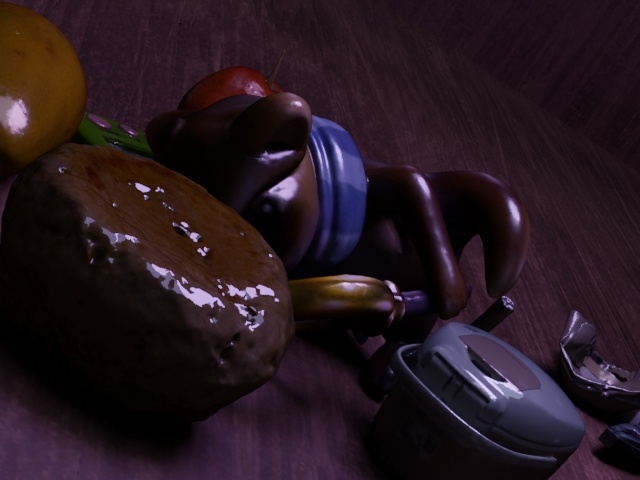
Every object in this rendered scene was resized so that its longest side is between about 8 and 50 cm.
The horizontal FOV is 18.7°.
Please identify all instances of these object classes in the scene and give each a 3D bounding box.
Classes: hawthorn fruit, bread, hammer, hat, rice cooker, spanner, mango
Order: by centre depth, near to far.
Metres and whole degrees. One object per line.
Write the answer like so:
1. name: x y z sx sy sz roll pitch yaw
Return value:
1. bread: -0.127 0.032 1.348 0.230 0.123 0.230 32 21 -13
2. mango: -0.253 -0.118 1.551 0.138 0.113 0.253 29 18 -21
3. rice cooker: 0.127 0.144 1.563 0.145 0.127 0.206 42 19 26
4. hammer: 0.127 0.086 1.714 0.062 0.182 0.017 36 60 0
5. hawthorn fruit: -0.078 -0.113 1.925 0.125 0.140 0.125 56 23 -38
6. spanner: 0.373 0.222 2.031 0.095 0.040 0.325 44 16 33
7. hat: 0.313 0.150 2.097 0.147 0.085 0.175 25 -9 5

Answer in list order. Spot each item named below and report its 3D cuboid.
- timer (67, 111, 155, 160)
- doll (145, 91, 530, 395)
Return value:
1. timer: -0.162 -0.060 1.707 0.140 0.047 0.128 17 22 -50
2. doll: -0.001 0.005 1.618 0.318 0.209 0.340 11 -8 45
